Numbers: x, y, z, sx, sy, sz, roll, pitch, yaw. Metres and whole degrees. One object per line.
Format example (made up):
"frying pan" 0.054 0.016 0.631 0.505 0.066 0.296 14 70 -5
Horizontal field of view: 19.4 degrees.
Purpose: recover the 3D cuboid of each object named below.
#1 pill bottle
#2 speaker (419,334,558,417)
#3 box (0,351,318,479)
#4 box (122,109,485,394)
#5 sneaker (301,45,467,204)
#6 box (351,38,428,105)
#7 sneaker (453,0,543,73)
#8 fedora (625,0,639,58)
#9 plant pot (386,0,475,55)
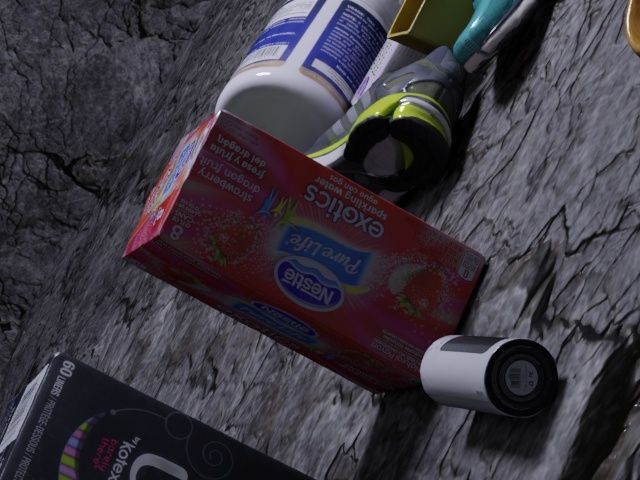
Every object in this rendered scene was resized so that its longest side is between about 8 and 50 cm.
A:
"pill bottle" -0.003 -0.184 2.067 0.153 0.153 0.264 -50 7 41
"speaker" 0.116 0.095 1.318 0.055 0.055 0.136 -64 13 -8
"box" -0.151 0.238 1.566 0.143 0.270 0.165 -41 25 56
"box" -0.015 0.014 1.527 0.122 0.257 0.128 -65 13 -16
"sneaker" 0.059 -0.095 1.847 0.121 0.111 0.300 -58 15 -28
"box" 0.140 -0.259 1.906 0.324 0.067 0.063 -60 13 12
"sneaker" 0.158 -0.267 1.756 0.107 0.110 0.275 -46 21 49
"fedora" 0.257 -0.159 1.236 0.194 0.079 0.194 -56 14 22
"plant pot" 0.127 -0.216 1.826 0.081 0.083 0.081 -63 12 -4
